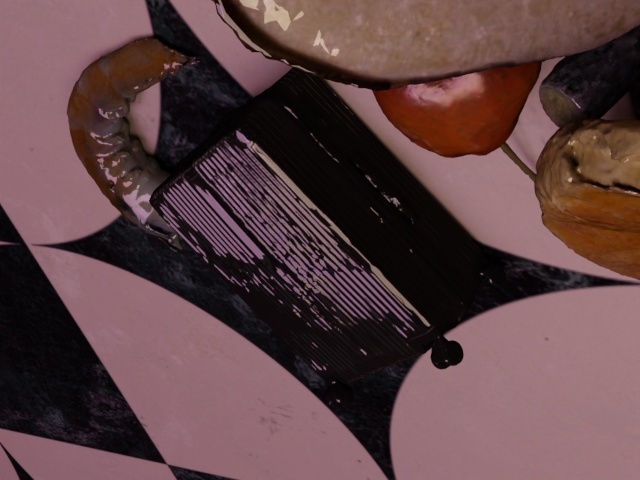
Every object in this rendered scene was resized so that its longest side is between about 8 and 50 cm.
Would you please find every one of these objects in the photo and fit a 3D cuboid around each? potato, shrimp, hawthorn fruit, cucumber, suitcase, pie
[{"bbox_3d":[0.053,-0.298,0.873,0.296,0.397,0.289,-116,9,-58],"label":"potato"},{"bbox_3d":[-0.222,-0.132,1.377,0.185,0.068,0.287,21,130,15],"label":"shrimp"},{"bbox_3d":[0.146,-0.125,1.050,0.165,0.165,0.285,7,158,34],"label":"hawthorn fruit"},{"bbox_3d":[0.231,-0.136,0.959,0.064,0.112,0.064,29,145,22],"label":"cucumber"},{"bbox_3d":[0.000,0.000,1.249,0.335,0.152,0.230,46,141,-11],"label":"suitcase"},{"bbox_3d":[0.328,-0.006,0.924,0.340,0.083,0.339,21,173,3],"label":"pie"}]
